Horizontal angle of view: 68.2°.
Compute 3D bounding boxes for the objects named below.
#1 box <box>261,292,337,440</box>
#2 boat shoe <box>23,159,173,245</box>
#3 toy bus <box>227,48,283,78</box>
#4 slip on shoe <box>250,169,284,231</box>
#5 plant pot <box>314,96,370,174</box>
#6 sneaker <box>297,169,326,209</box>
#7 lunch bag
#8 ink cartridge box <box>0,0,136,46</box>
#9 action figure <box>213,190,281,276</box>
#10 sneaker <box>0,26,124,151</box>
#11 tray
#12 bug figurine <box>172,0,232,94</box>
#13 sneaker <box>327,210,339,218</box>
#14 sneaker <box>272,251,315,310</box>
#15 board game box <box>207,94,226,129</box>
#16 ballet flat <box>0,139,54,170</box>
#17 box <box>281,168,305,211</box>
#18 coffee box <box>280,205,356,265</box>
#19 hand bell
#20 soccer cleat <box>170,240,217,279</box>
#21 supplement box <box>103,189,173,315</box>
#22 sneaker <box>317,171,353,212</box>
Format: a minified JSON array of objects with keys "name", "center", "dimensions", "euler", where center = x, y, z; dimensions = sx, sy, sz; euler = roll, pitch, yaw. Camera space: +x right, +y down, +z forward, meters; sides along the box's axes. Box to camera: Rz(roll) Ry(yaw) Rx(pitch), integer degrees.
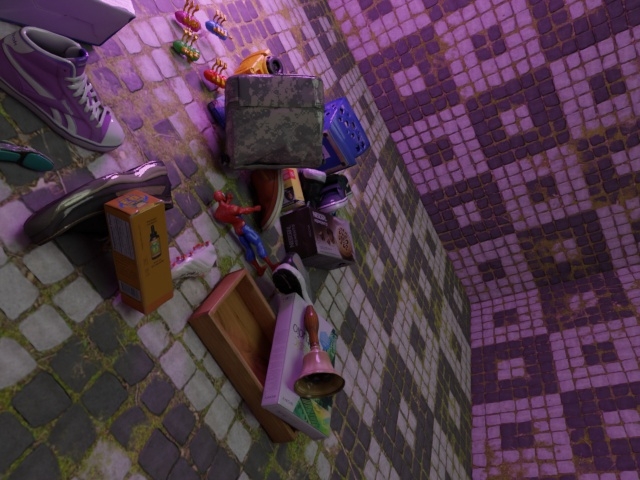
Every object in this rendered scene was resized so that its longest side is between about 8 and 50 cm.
[{"name":"box","center":[-0.043,0.333,1.266],"dimensions":[0.232,0.059,0.321],"euler":[48,36,-37]},{"name":"boat shoe","center":[-0.401,-0.061,0.935],"dimensions":[0.130,0.133,0.355],"euler":[64,28,-13]},{"name":"toy bus","center":[-0.207,-0.500,1.607],"dimensions":[0.220,0.150,0.211],"euler":[57,42,-31]},{"name":"slip on shoe","center":[-0.175,-0.182,1.495],"dimensions":[0.102,0.123,0.330],"euler":[8,67,-23]},{"name":"plant pot","center":[0.029,-0.390,1.875],"dimensions":[0.235,0.236,0.212],"euler":[56,37,-28]},{"name":"sneaker","center":[-0.050,-0.184,1.717],"dimensions":[0.268,0.102,0.152],"euler":[-128,-127,-80]},{"name":"lunch bag","center":[-0.141,-0.333,1.398],"dimensions":[0.212,0.306,0.255],"euler":[152,-65,-73]},{"name":"ink cartridge box","center":[-0.579,-0.640,0.965],"dimensions":[0.270,0.151,0.394],"euler":[-16,88,-64]},{"name":"action figure","center":[-0.203,-0.045,1.347],"dimensions":[0.280,0.092,0.139],"euler":[56,36,-28]},{"name":"sneaker","center":[-0.473,-0.286,0.919],"dimensions":[0.282,0.161,0.102],"euler":[38,39,-49]},{"name":"tray","center":[-0.158,0.297,1.219],"dimensions":[0.410,0.076,0.202],"euler":[62,27,-18]},{"name":"bug figurine","center":[-0.355,-0.600,1.452],"dimensions":[0.216,0.072,0.278],"euler":[22,58,-49]},{"name":"sneaker","center":[0.057,-0.054,1.880],"dimensions":[0.144,0.059,0.053],"euler":[68,24,-6]},{"name":"sneaker","center":[-0.063,0.147,1.392],"dimensions":[0.107,0.101,0.271],"euler":[-72,159,-44]},{"name":"board game box","center":[-0.302,-0.402,1.476],"dimensions":[0.090,0.020,0.090],"euler":[60,28,-21]},{"name":"ballet flat","center":[-0.537,-0.157,0.847],"dimensions":[0.114,0.041,0.041],"euler":[13,61,-61]},{"name":"box","center":[-0.125,-0.219,1.616],"dimensions":[0.058,0.088,0.232],"euler":[8,66,-61]},{"name":"coffee box","center":[0.000,0.000,1.666],"dimensions":[0.297,0.119,0.167],"euler":[17,59,-58]},{"name":"hand bell","center":[-0.015,0.267,1.219],"dimensions":[0.126,0.126,0.241],"euler":[47,23,-38]},{"name":"soccer cleat","center":[-0.301,0.062,1.118],"dimensions":[0.076,0.068,0.196],"euler":[69,23,-11]},{"name":"supplement box","center":[-0.343,0.026,0.905],"dimensions":[0.078,0.080,0.233],"euler":[-39,145,-48]},{"name":"sneaker","center":[0.047,-0.193,1.886],"dimensions":[0.321,0.126,0.127],"euler":[-54,126,-71]}]
